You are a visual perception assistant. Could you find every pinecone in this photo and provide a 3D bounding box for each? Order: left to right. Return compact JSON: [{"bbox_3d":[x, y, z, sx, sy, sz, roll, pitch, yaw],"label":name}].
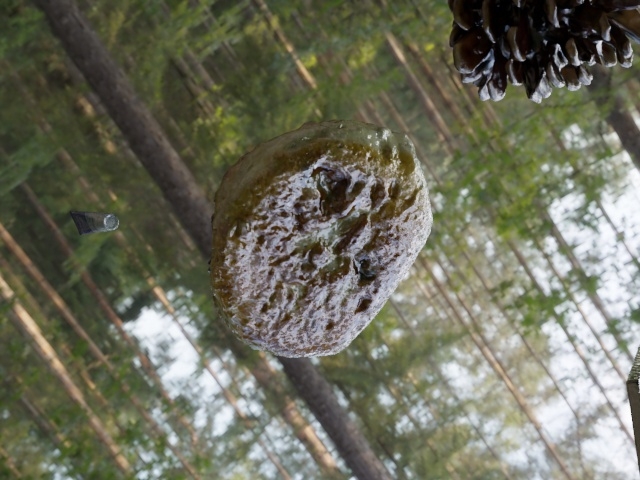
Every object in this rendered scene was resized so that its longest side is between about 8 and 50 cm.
[{"bbox_3d":[0.229,-0.233,0.894,0.212,0.185,0.168,-17,-144,23],"label":"pinecone"}]

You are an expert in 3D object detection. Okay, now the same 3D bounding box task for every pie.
[{"bbox_3d":[0.000,0.000,1.062,0.315,0.315,0.092,-37,-138,-6],"label":"pie"}]

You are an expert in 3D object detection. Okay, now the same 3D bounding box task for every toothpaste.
[{"bbox_3d":[-0.196,-0.015,0.788,0.015,0.024,0.083,-30,-162,-31],"label":"toothpaste"}]

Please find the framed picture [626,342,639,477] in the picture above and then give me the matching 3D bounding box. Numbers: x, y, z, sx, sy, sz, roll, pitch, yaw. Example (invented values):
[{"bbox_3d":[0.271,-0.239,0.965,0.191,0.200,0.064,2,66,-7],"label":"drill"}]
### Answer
[{"bbox_3d":[0.307,0.206,0.832,0.019,0.208,0.281,-9,175,21],"label":"framed picture"}]
